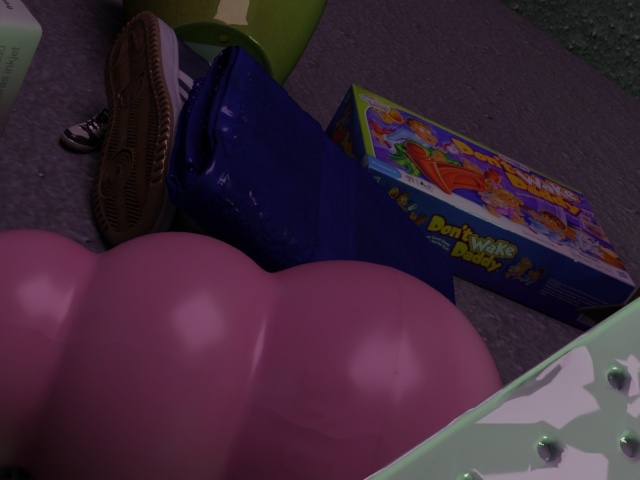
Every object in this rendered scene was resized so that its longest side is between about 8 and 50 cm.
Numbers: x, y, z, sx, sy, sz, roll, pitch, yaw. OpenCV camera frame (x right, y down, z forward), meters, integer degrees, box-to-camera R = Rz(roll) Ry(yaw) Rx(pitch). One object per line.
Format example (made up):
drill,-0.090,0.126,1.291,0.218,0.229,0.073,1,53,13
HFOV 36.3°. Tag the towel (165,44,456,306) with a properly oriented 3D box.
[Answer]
towel,0.000,0.000,0.818,0.308,0.076,0.228,43,27,-25

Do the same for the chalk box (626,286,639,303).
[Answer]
chalk box,0.462,0.092,1.112,0.179,0.180,0.289,34,25,6

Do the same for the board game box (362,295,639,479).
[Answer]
board game box,0.115,0.255,0.331,0.390,0.050,0.390,-26,73,-31

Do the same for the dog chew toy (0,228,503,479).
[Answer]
dog chew toy,-0.069,0.088,0.547,0.332,0.206,0.206,18,28,-8

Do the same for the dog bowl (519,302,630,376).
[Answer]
dog bowl,0.241,0.195,0.599,0.349,0.102,0.349,35,44,-43

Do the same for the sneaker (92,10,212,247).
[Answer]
sneaker,-0.118,-0.080,0.896,0.153,0.099,0.282,35,33,-38

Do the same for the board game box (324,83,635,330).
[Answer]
board game box,0.179,-0.042,1.164,0.347,0.078,0.233,23,27,-16

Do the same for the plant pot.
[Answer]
plant pot,-0.113,-0.270,1.104,0.275,0.275,0.293,21,43,-19

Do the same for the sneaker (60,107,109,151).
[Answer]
sneaker,-0.210,-0.108,0.919,0.032,0.037,0.083,38,28,11

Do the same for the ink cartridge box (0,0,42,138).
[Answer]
ink cartridge box,-0.334,-0.073,0.530,0.289,0.211,0.121,-6,45,-49
